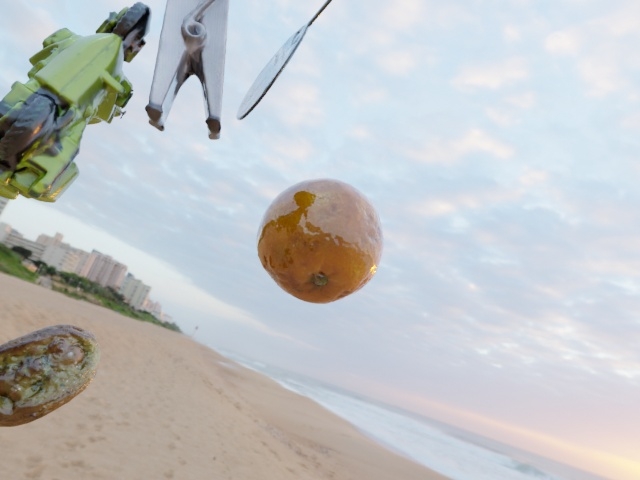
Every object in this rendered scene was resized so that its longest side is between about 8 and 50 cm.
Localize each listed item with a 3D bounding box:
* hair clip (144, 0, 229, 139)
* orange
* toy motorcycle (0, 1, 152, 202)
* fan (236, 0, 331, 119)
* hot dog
[{"bbox_3d":[-0.183,-0.319,0.624,0.101,0.331,0.085,5,-11,-10],"label":"hair clip"},{"bbox_3d":[0.000,0.000,0.856,0.261,0.261,0.261,17,-18,5],"label":"orange"},{"bbox_3d":[-0.350,-0.197,0.569,0.142,0.342,0.206,33,-42,-24],"label":"toy motorcycle"},{"bbox_3d":[-0.068,-0.334,0.752,0.012,0.294,0.223,36,-3,-24],"label":"fan"},{"bbox_3d":[-0.685,0.323,1.019,0.196,0.272,0.122,65,-26,0],"label":"hot dog"}]
